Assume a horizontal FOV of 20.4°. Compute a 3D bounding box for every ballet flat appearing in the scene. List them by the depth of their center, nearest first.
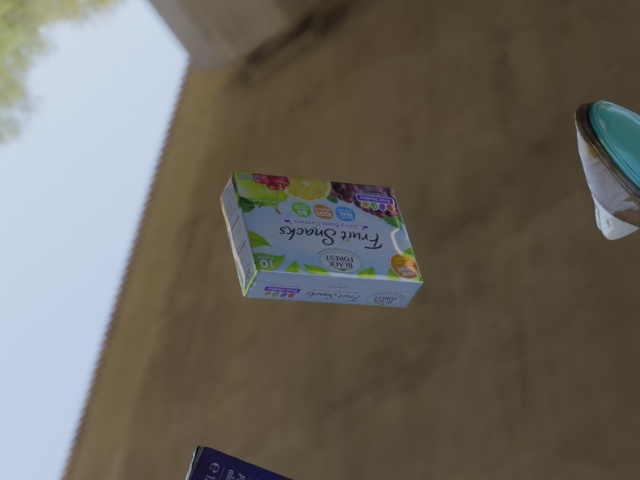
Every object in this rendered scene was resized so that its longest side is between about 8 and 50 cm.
[{"bbox_3d":[0.378,-0.032,1.917,0.124,0.342,0.116,-39,-144,44],"label":"ballet flat"}]

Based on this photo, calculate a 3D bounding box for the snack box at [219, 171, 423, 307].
[{"bbox_3d":[0.000,0.000,1.381,0.037,0.141,0.100,121,-36,-44],"label":"snack box"}]

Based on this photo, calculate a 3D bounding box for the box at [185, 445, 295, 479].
[{"bbox_3d":[-0.016,0.253,1.187,0.108,0.207,0.153,107,3,-62],"label":"box"}]
